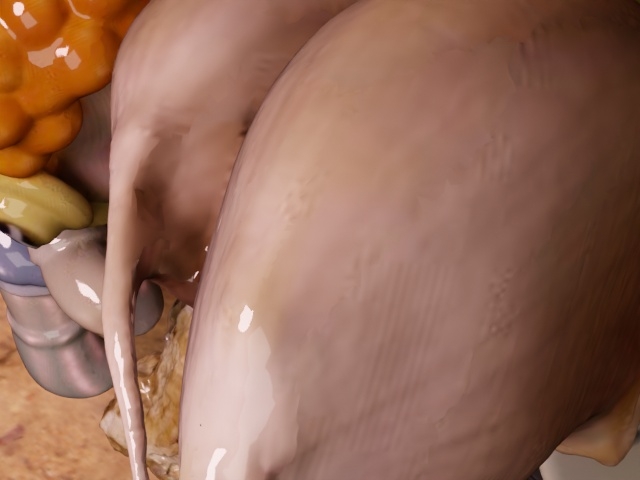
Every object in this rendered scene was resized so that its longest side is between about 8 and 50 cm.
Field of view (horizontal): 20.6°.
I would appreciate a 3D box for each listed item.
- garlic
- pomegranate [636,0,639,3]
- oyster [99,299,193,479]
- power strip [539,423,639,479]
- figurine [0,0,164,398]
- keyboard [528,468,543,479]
[{"bbox_3d":[0.000,0.000,0.654,0.231,0.340,0.246,25,122,24],"label":"garlic"},{"bbox_3d":[0.145,-0.131,0.807,0.122,0.122,0.161,38,131,-16],"label":"pomegranate"},{"bbox_3d":[-0.012,0.040,0.923,0.233,0.107,0.161,-42,117,-9],"label":"oyster"},{"bbox_3d":[0.284,0.041,0.881,0.357,0.161,0.357,4,124,7],"label":"power strip"},{"bbox_3d":[-0.145,-0.060,0.851,0.205,0.224,0.382,23,130,15],"label":"figurine"},{"bbox_3d":[0.178,0.186,1.094,0.202,0.011,0.067,41,124,-18],"label":"keyboard"}]
